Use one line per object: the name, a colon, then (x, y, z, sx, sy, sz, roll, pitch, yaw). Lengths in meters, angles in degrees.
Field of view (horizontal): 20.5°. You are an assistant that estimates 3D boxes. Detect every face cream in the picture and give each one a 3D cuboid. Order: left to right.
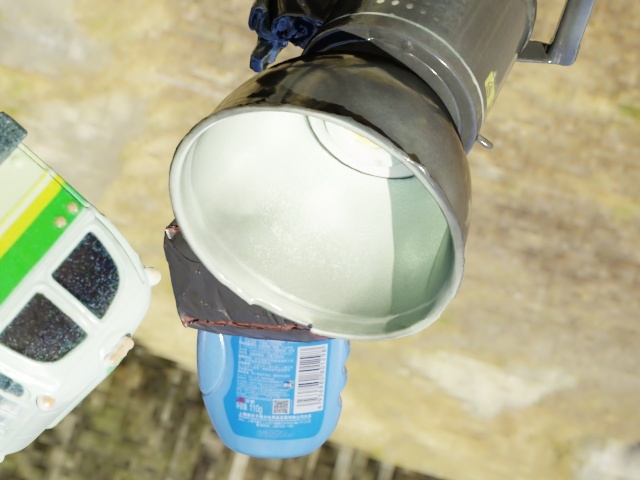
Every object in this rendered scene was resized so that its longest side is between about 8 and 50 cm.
face cream: (-0.043, 0.078, 1.705, 0.149, 0.264, 0.083, 3, -156, -4)

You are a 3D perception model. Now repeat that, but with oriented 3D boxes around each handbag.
handbag: (0.000, 0.000, 1.478, 0.169, 0.155, 0.215, -3, -162, 37)

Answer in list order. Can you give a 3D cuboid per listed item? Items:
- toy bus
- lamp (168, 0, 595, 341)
toy bus: (-0.211, 0.047, 1.124, 0.165, 0.133, 0.276, 40, 157, -3)
lamp: (0.030, -0.082, 0.888, 0.172, 0.227, 0.147, 21, 139, 8)
